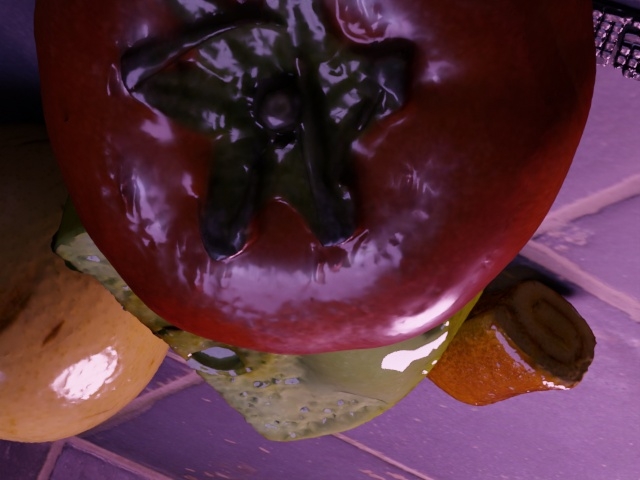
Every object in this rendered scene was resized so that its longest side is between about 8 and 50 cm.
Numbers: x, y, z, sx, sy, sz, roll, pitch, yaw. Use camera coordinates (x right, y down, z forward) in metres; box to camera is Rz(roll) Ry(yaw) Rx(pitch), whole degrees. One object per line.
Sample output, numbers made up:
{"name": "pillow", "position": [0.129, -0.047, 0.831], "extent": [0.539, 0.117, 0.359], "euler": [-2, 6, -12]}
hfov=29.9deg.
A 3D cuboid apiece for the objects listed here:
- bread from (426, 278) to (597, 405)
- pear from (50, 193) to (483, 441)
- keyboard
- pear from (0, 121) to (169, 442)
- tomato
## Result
{"name": "bread", "position": [0.187, 0.108, 1.244], "extent": [0.132, 0.103, 0.172], "euler": [39, 150, -12]}
{"name": "pear", "position": [0.000, 0.000, 1.036], "extent": [0.318, 0.238, 0.342], "euler": [-12, 137, 30]}
{"name": "keyboard", "position": [0.264, -0.120, 0.824], "extent": [0.195, 0.018, 0.060], "euler": [17, 153, 5]}
{"name": "pear", "position": [-0.310, 0.044, 1.228], "extent": [0.348, 0.348, 0.348], "euler": [16, 155, 8]}
{"name": "tomato", "position": [-0.009, -0.104, 0.740], "extent": [0.341, 0.341, 0.273], "euler": [21, -160, -2]}
